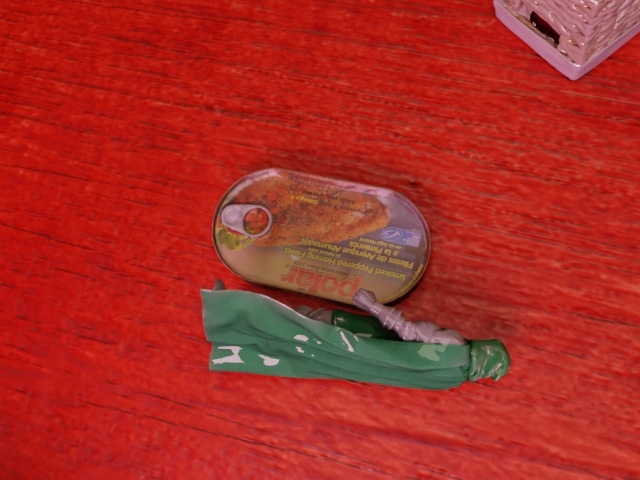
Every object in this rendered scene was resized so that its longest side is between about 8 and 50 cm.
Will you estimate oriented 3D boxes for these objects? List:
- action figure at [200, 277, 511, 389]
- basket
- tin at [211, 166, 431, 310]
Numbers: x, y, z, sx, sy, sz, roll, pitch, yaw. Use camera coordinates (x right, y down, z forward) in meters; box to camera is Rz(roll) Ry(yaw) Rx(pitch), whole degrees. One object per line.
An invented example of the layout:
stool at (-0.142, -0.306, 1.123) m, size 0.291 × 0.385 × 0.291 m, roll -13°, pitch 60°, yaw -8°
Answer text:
action figure at (0.030, 0.078, 0.543) m, size 0.232 × 0.137 × 0.063 m, roll 9°, pitch 61°, yaw 3°
basket at (0.249, -0.245, 0.607) m, size 0.167 × 0.103 × 0.113 m, roll -39°, pitch 70°, yaw -4°
tin at (0.000, 0.000, 0.604) m, size 0.190 × 0.040 × 0.106 m, roll 13°, pitch 71°, yaw 13°
